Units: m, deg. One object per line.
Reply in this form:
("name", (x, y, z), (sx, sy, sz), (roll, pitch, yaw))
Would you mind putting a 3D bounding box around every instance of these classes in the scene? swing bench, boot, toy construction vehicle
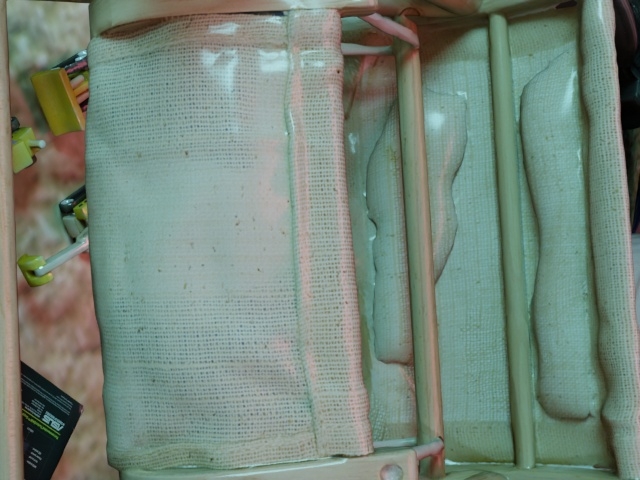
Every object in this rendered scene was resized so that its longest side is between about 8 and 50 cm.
("swing bench", (0.000, 0.000, 0.456), (0.254, 0.165, 0.253), (0, 85, -39))
("boot", (0.275, -0.253, 1.038), (0.263, 0.091, 0.229), (46, 54, -59))
("toy construction vehicle", (-0.117, -0.036, 0.513), (0.098, 0.035, 0.086), (-43, 125, -46))

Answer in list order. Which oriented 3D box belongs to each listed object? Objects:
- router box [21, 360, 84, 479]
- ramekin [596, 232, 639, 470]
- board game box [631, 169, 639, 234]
("router box", (-0.163, 0.081, 0.446), (0.122, 0.038, 0.092), (50, 51, -43))
("ramekin", (0.294, 0.117, 1.031), (0.273, 0.127, 0.273), (-2, 92, -56))
("board game box", (0.363, -0.174, 1.069), (0.318, 0.065, 0.318), (35, 64, -75))
